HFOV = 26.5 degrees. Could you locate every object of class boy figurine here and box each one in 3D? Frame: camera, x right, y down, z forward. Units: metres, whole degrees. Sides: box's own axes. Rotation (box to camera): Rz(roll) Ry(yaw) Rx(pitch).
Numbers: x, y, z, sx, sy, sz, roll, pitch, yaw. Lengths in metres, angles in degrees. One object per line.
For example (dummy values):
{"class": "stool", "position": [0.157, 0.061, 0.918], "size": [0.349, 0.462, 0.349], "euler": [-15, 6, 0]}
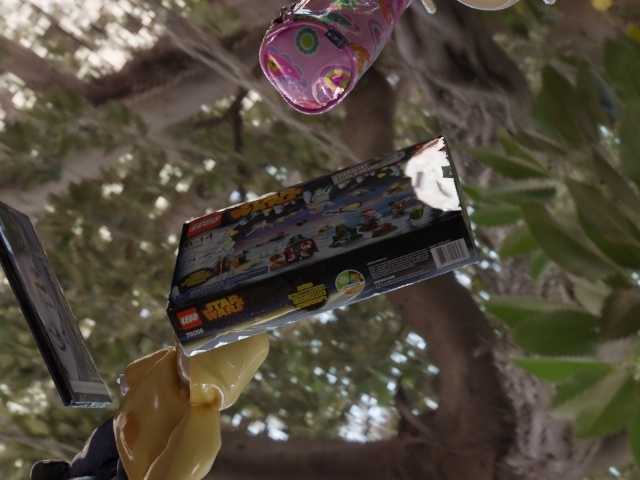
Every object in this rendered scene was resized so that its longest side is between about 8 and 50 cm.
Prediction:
{"class": "boy figurine", "position": [-0.147, 0.168, 1.198], "size": [0.285, 0.092, 0.177], "euler": [-47, -143, 30]}

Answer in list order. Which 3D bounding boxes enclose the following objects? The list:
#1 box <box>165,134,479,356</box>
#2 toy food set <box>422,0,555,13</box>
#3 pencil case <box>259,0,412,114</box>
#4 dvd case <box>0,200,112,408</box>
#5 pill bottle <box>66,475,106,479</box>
{"class": "box", "position": [0.000, 0.000, 0.621], "size": [0.137, 0.027, 0.094], "euler": [-19, -156, 8]}
{"class": "toy food set", "position": [0.202, -0.345, 1.702], "size": [0.192, 0.132, 0.038], "euler": [3, -129, 34]}
{"class": "pencil case", "position": [0.025, -0.261, 1.571], "size": [0.124, 0.124, 0.284], "euler": [-14, -154, 31]}
{"class": "dvd case", "position": [-0.273, 0.064, 1.347], "size": [0.018, 0.164, 0.221], "euler": [-25, -98, -1]}
{"class": "pill bottle", "position": [-0.143, 0.292, 1.047], "size": [0.219, 0.123, 0.123], "euler": [37, -89, 31]}
